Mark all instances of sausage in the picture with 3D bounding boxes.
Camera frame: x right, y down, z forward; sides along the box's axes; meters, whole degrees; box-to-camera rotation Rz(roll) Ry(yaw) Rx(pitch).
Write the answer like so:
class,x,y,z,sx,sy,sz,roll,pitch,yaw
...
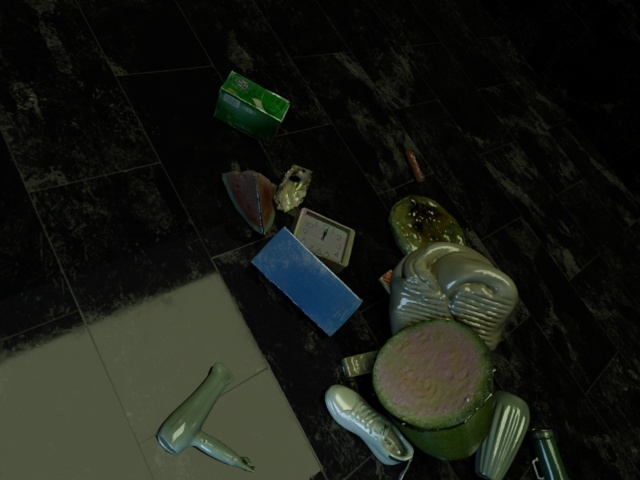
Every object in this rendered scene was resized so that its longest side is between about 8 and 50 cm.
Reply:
class,x,y,z,sx,sy,sz,roll,pitch,yaw
sausage,0.375,-0.299,1.599,0.036,0.042,0.157,-19,68,8

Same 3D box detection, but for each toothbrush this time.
class,x,y,z,sx,sy,sz,roll,pitch,yaw
toothbrush,0.215,0.626,1.058,0.013,0.011,0.131,49,54,-12

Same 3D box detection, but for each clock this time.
class,x,y,z,sx,sy,sz,roll,pitch,yaw
clock,0.000,0.000,1.241,0.192,0.071,0.146,24,57,-12

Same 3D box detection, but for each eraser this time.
class,x,y,z,sx,sy,sz,roll,pitch,yaw
eraser,-0.037,0.116,1.137,0.312,0.042,0.144,43,86,-2

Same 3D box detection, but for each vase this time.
class,x,y,z,sx,sy,sz,roll,pitch,yaw
vase,0.523,0.575,1.170,0.128,0.128,0.248,35,64,-6

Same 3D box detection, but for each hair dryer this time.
class,x,y,z,sx,sy,sz,roll,pitch,yaw
hair dryer,-0.223,0.438,0.924,0.237,0.075,0.206,47,48,-7

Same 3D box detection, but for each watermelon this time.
class,x,y,z,sx,sy,sz,roll,pitch,yaw
watermelon,-0.207,-0.119,1.162,0.136,0.202,0.207,-16,66,9

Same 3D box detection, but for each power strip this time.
class,x,y,z,sx,sy,sz,roll,pitch,yaw
power strip,0.118,0.353,1.139,0.123,0.032,0.056,-4,66,-27

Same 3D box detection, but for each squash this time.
class,x,y,z,sx,sy,sz,roll,pitch,yaw
squash,0.332,0.419,1.063,0.308,0.310,0.310,57,47,-34

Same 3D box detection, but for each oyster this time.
class,x,y,z,sx,sy,sz,roll,pitch,yaw
oyster,-0.095,-0.176,1.274,0.072,0.133,0.209,17,63,27

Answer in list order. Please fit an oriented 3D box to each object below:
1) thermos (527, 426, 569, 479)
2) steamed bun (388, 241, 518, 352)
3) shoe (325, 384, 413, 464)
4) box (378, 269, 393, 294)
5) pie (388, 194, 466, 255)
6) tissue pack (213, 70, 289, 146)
class,x,y,z,sx,sy,sz,roll,pitch,yaw
thermos,0.704,0.681,1.228,0.083,0.073,0.187,1,65,-27
steamed bun,0.375,0.173,1.194,0.343,0.367,0.255,13,29,12
shoe,0.132,0.473,1.039,0.265,0.110,0.095,45,56,-2
box,0.238,0.148,1.313,0.058,0.015,0.093,-31,82,-32
pie,0.387,-0.042,1.452,0.323,0.070,0.323,12,59,-20
tissue pack,-0.217,-0.447,1.318,0.209,0.148,0.156,26,58,-12
